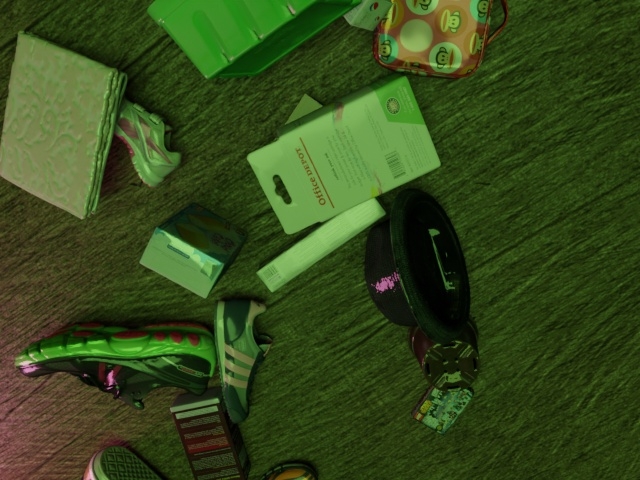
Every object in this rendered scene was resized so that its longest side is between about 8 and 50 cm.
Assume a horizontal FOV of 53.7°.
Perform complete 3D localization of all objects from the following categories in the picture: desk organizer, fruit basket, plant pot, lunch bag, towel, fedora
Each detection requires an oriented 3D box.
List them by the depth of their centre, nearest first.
[{"bbox_3d":[-0.135,-0.534,1.183,0.393,0.283,0.391,9,109,28],"label":"fruit basket"},{"bbox_3d":[0.247,-0.475,1.265,0.259,0.120,0.292,9,104,1],"label":"lunch bag"},{"bbox_3d":[0.189,0.063,1.351,0.153,0.334,0.333,-19,104,35],"label":"fedora"},{"bbox_3d":[-0.567,-0.250,1.361,0.317,0.053,0.331,25,106,24],"label":"towel"},{"bbox_3d":[-0.046,-0.255,1.382,0.050,0.047,0.130,35,104,-2],"label":"desk organizer"},{"bbox_3d":[0.286,0.249,1.425,0.167,0.165,0.166,1,105,3],"label":"plant pot"}]

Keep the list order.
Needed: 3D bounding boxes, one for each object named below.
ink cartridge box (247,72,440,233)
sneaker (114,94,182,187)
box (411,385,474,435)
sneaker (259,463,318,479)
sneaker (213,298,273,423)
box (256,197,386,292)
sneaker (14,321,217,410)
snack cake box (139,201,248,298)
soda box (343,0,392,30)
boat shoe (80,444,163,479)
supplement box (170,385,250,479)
[{"bbox_3d":[0.044,-0.180,1.325,0.354,0.119,0.207,-25,110,3],"label":"ink cartridge box"},{"bbox_3d":[-0.387,-0.248,1.389,0.111,0.103,0.252,-28,103,2],"label":"sneaker"},{"bbox_3d":[0.296,0.395,1.533,0.094,0.027,0.137,30,105,-3],"label":"box"},{"bbox_3d":[-0.149,0.686,1.562,0.321,0.180,0.124,-33,100,12],"label":"sneaker"},{"bbox_3d":[-0.174,0.289,1.501,0.131,0.112,0.318,-6,109,-4],"label":"sneaker"},{"bbox_3d":[0.000,0.000,1.435,0.324,0.063,0.067,-36,101,12],"label":"box"},{"bbox_3d":[-0.487,0.304,1.489,0.484,0.185,0.202,0,100,5],"label":"sneaker"},{"bbox_3d":[-0.260,0.014,1.353,0.152,0.264,0.089,28,104,-3],"label":"snack cake box"},{"bbox_3d":[0.045,-0.511,1.237,0.069,0.074,0.216,-48,63,35],"label":"soda box"},{"bbox_3d":[-0.418,0.740,1.602,0.500,0.187,0.156,46,108,-2],"label":"boat shoe"},{"bbox_3d":[-0.271,0.494,1.577,0.131,0.073,0.239,-13,102,8],"label":"supplement box"}]
